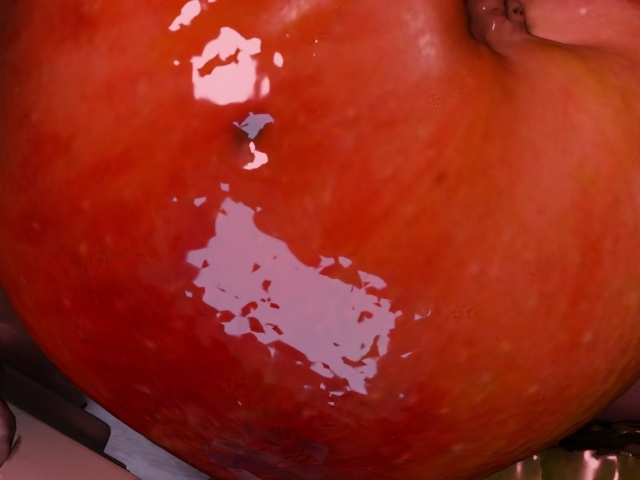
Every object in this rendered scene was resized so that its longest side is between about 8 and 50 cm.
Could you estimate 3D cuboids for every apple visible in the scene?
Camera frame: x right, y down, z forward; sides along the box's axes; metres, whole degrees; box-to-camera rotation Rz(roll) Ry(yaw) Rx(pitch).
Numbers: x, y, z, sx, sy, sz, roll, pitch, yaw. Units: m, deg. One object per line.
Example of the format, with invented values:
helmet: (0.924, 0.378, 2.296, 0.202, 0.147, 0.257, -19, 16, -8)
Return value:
apple: (0.000, 0.000, 0.418, 0.293, 0.163, 0.251, 25, 147, -17)

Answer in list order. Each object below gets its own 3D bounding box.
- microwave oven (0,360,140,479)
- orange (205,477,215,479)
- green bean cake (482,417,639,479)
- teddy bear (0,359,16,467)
microwave oven: (-0.226, 0.158, 0.684, 0.145, 0.194, 0.240, 31, 165, -17)
orange: (-0.008, 0.270, 0.773, 0.249, 0.249, 0.183, 10, 162, 8)
green bean cake: (0.178, 0.142, 0.537, 0.200, 0.113, 0.214, -1, 171, 32)
teddy bear: (-0.209, -0.009, 0.501, 0.144, 0.251, 0.171, -40, 117, 3)
